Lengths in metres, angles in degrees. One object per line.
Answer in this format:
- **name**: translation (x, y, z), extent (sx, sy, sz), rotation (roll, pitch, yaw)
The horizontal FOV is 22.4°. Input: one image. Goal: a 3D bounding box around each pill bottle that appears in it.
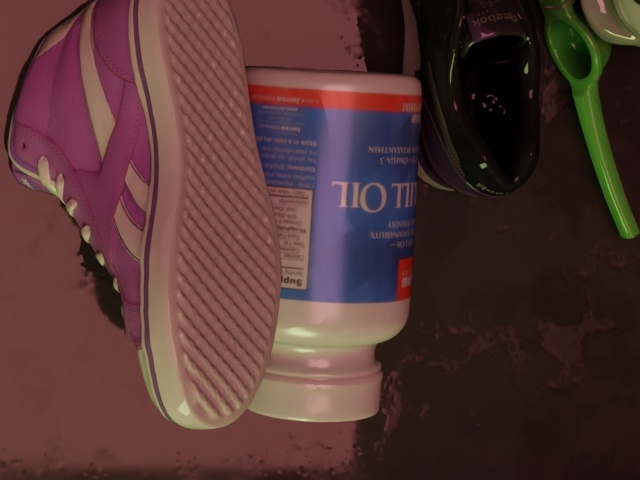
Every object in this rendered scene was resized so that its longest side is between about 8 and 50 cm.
- **pill bottle**: translation (0.000, 0.000, 1.050), extent (0.124, 0.124, 0.221), rotation (1, 97, -13)

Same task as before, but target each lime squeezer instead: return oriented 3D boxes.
- **lime squeezer**: translation (0.196, -0.160, 1.122), extent (0.110, 0.059, 0.310), rotation (5, 95, -44)

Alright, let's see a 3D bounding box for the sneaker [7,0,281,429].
- **sneaker**: translation (-0.117, -0.015, 0.998), extent (0.102, 0.161, 0.282), rotation (15, 65, -52)

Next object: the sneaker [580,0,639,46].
- **sneaker**: translation (0.349, -0.178, 1.079), extent (0.330, 0.146, 0.122), rotation (-14, 103, -27)

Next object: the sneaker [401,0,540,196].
- **sneaker**: translation (0.101, -0.169, 1.052), extent (0.107, 0.124, 0.283), rotation (-13, 99, -12)
